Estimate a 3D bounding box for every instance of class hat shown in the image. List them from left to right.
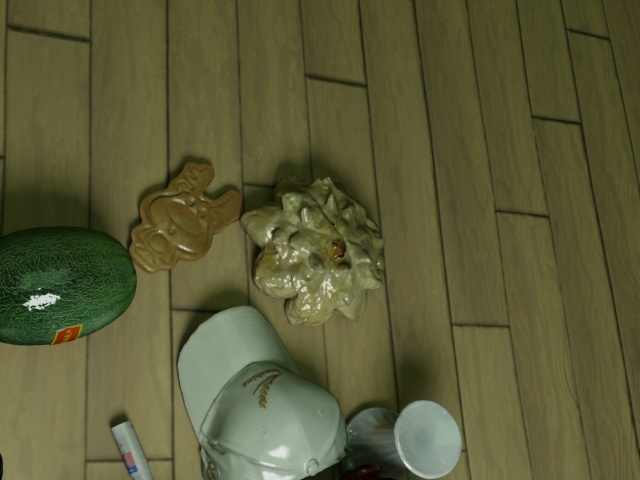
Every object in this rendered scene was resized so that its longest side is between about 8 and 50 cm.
[{"bbox_3d":[-0.089,0.247,1.521,0.258,0.168,0.301,-19,81,-32],"label":"hat"}]

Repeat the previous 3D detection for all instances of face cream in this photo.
[{"bbox_3d":[-0.291,0.350,1.459,0.034,0.034,0.130,-21,82,-31],"label":"face cream"}]

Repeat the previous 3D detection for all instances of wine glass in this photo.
[{"bbox_3d":[0.139,0.352,1.581,0.165,0.196,0.165,11,66,-25],"label":"wine glass"}]

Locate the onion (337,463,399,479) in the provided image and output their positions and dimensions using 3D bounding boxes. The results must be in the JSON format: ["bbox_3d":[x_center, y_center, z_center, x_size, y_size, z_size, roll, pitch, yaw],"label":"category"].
[{"bbox_3d":[0.065,0.482,1.453,0.276,0.276,0.276,9,67,-23],"label":"onion"}]

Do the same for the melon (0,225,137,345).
[{"bbox_3d":[-0.424,0.069,1.412,0.288,0.182,0.182,-5,74,-30],"label":"melon"}]

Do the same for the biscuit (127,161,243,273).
[{"bbox_3d":[-0.244,-0.037,1.631,0.144,0.040,0.236,42,56,-1],"label":"biscuit"}]

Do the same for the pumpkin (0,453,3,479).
[{"bbox_3d":[-0.556,0.327,1.241,0.250,0.216,0.250,28,27,-16],"label":"pumpkin"}]

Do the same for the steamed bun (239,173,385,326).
[{"bbox_3d":[0.000,0.000,1.680,0.292,0.137,0.295,31,62,-12],"label":"steamed bun"}]
